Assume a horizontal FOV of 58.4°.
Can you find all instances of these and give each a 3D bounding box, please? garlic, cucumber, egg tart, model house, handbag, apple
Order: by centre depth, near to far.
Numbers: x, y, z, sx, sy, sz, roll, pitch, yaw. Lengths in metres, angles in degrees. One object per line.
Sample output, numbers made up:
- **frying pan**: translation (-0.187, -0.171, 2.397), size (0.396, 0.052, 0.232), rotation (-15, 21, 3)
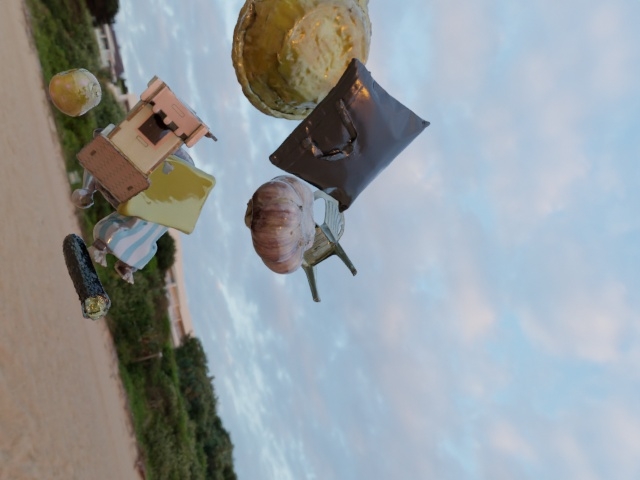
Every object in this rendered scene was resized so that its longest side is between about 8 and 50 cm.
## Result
- **handbag**: translation (0.053, -0.190, 1.089), size (0.254, 0.211, 0.089), rotation (-45, -147, 19)
- **model house**: translation (-0.350, -0.189, 1.145), size (0.169, 0.244, 0.326), rotation (49, -2, -24)
- **cucumber**: translation (-0.549, 0.068, 1.311), size (0.245, 0.067, 0.067), rotation (55, -30, 29)
- **egg tart**: translation (-0.018, -0.448, 1.328), size (0.169, 0.387, 0.388), rotation (47, -36, 46)
- **garlic**: translation (-0.104, -0.040, 1.400), size (0.245, 0.160, 0.245), rotation (-1, 90, -77)
- **apple**: translation (-0.708, -0.426, 1.657), size (0.146, 0.146, 0.147), rotation (46, -37, 51)

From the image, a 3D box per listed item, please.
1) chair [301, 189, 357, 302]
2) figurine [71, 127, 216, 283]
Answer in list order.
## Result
- **chair**: translation (0.000, 0.000, 1.678), size (0.203, 0.190, 0.275), rotation (55, 10, -37)
- **figurine**: translation (-0.527, -0.128, 1.555), size (0.377, 0.361, 0.266), rotation (27, -14, 41)
